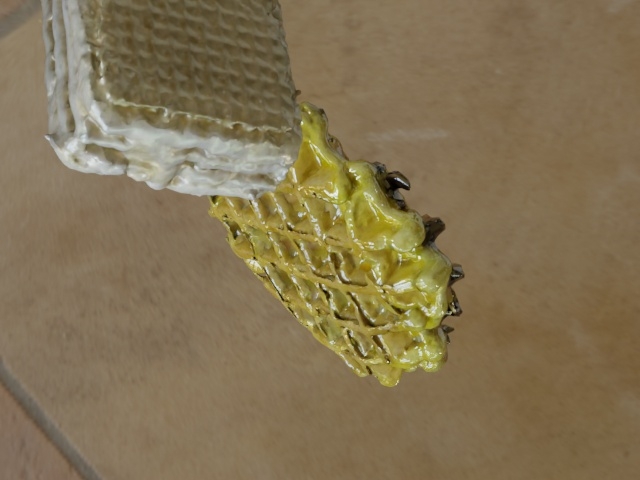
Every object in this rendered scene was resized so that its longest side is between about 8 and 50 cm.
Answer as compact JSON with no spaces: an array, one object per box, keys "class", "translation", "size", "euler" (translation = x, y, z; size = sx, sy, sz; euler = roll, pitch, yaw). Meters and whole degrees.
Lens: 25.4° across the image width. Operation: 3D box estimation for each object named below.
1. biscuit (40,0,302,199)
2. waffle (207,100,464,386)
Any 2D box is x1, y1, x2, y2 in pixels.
[{"class":"biscuit","translation":[-0.111,-0.220,0.883],"size":[0.144,0.078,0.426],"euler":[8,55,-31]},{"class":"waffle","translation":[0.000,0.000,1.637],"size":[0.095,0.379,0.382],"euler":[-40,67,-23]}]
